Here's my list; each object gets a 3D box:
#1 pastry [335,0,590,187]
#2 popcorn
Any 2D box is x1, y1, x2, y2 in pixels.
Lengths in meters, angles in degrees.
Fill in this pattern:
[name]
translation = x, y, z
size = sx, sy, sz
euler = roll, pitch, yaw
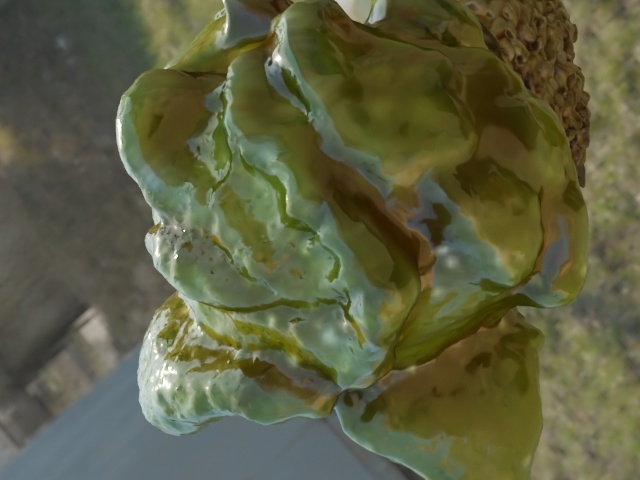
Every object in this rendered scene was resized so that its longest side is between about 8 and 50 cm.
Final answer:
[pastry]
translation = 0.114, -0.134, 1.228
size = 0.315, 0.184, 0.284
euler = -19, -89, -84
[popcorn]
translation = 0.002, 0.007, 0.948
size = 0.290, 0.325, 0.321
euler = 41, -158, -57
